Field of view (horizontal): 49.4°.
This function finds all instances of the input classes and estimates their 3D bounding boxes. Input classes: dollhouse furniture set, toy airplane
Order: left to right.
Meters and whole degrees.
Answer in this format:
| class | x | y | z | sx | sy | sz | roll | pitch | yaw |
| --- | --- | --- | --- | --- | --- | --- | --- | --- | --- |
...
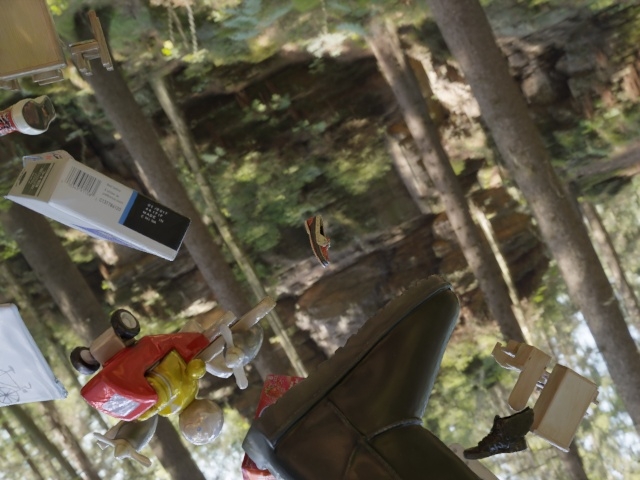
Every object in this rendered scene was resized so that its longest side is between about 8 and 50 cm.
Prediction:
| class | x | y | z | sx | sy | sz | roll | pitch | yaw |
| --- | --- | --- | --- | --- | --- | --- | --- | --- | --- |
| dollhouse furniture set | -0.466 | -0.339 | 1.112 | 0.212 | 0.161 | 0.242 | -16 | -169 | -10 |
| toy airplane | -0.272 | 0.277 | 1.381 | 0.384 | 0.272 | 0.386 | -26 | 160 | -27 |
| dollhouse furniture set | 0.495 | 0.369 | 1.755 | 0.174 | 0.303 | 0.355 | -61 | -162 | -7 |

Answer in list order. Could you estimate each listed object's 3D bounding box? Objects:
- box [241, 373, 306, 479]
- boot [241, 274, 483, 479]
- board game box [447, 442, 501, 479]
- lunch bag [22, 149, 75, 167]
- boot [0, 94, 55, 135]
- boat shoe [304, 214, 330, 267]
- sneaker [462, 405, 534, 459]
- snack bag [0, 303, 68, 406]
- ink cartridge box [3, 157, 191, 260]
| class | x | y | z | sx | sy | sz | roll | pitch | yaw |
| --- | --- | --- | --- | --- | --- | --- | --- | --- | --- |
| box | -0.078 | 0.421 | 1.472 | 0.123 | 0.128 | 0.257 | 3 | -144 | 7 |
| boot | 0.184 | 0.296 | 0.845 | 0.367 | 0.445 | 0.146 | -38 | 158 | -26 |
| board game box | 0.328 | 0.736 | 1.605 | 0.390 | 0.050 | 0.390 | -42 | -126 | -14 |
| lunch bag | -0.536 | -0.152 | 1.387 | 0.083 | 0.053 | 0.071 | 9 | -163 | 28 |
| boot | -0.782 | -0.295 | 1.748 | 0.176 | 0.088 | 0.244 | -18 | -161 | -2 |
| boat shoe | 0.000 | 0.000 | 1.658 | 0.043 | 0.137 | 0.049 | -24 | 148 | 9 |
| sneaker | 0.392 | 0.426 | 1.538 | 0.170 | 0.089 | 0.051 | -11 | 172 | 4 |
| snack bag | -0.781 | 0.263 | 1.566 | 0.343 | 0.323 | 0.037 | -8 | -143 | 5 |
| ink cartridge box | -0.312 | -0.046 | 0.933 | 0.333 | 0.165 | 0.065 | 7 | -107 | 56 |
